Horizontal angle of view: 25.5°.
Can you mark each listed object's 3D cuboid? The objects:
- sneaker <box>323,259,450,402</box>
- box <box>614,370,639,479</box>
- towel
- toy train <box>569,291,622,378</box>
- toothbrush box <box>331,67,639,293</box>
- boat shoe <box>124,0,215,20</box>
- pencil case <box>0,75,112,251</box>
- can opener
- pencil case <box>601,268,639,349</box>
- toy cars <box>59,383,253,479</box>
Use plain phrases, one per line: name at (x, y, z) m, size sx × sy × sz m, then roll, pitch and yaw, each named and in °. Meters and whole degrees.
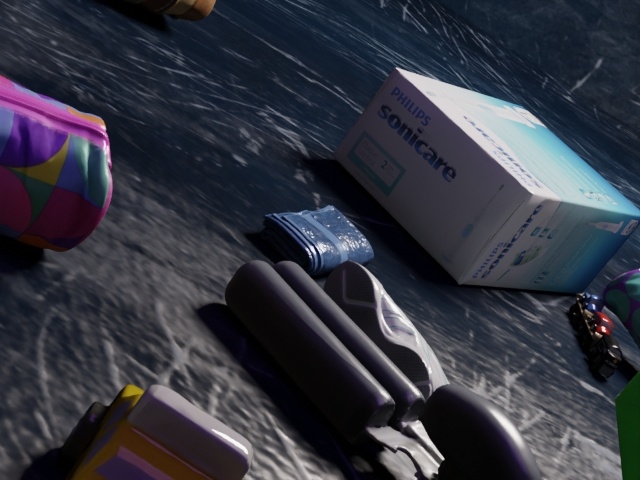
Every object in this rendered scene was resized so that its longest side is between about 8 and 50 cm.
sneaker at (0.051, 0.079, 1.102) m, size 0.061 × 0.053 × 0.152 m, roll 27°, pitch 24°, yaw -51°
box at (0.342, 0.212, 0.992) m, size 0.231 × 0.127 × 0.262 m, roll 20°, pitch 42°, yaw -12°
towel at (0.000, 0.000, 1.227) m, size 0.067 × 0.029 × 0.119 m, roll 43°, pitch 20°, yaw 19°
toy train at (0.291, 0.094, 1.489) m, size 0.027 × 0.036 × 0.158 m, roll 31°, pitch 19°, yaw -13°
toothbrush box at (0.189, -0.059, 1.545) m, size 0.216 × 0.126 × 0.295 m, roll 46°, pitch 21°, yaw 27°
boat shoe at (-0.188, -0.343, 1.624) m, size 0.120 × 0.122 × 0.324 m, roll 30°, pitch 27°, yaw -31°
pencil case at (-0.241, -0.070, 0.875) m, size 0.236 × 0.104 × 0.104 m, roll 22°, pitch 23°, yaw -36°
can opener at (0.046, 0.101, 0.981) m, size 0.280 × 0.093 × 0.074 m, roll 41°, pitch 20°, yaw 31°
pencil case at (0.363, 0.105, 1.512) m, size 0.064 × 0.070 × 0.152 m, roll -7°, pitch 55°, yaw -35°
toy cars at (-0.145, 0.107, 0.624) m, size 0.393 × 0.087 × 0.176 m, roll 11°, pitch 30°, yaw -51°
